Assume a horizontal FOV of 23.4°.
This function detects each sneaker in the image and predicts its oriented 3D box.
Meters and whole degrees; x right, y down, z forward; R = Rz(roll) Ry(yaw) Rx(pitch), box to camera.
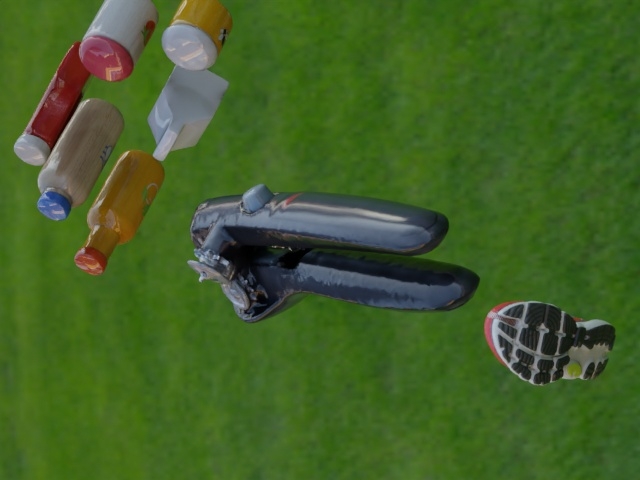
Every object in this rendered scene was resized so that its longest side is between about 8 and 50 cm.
[{"bbox_3d":[0.286,0.135,2.075,0.118,0.279,0.107,16,89,39],"label":"sneaker"}]

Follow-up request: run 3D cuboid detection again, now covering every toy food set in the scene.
[{"bbox_3d":[-0.144,-0.078,1.083,0.232,0.111,0.105,-49,15,54],"label":"toy food set"}]

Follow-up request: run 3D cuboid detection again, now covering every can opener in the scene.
[{"bbox_3d":[0.000,0.000,0.622,0.059,0.073,0.186,49,162,-18],"label":"can opener"}]
